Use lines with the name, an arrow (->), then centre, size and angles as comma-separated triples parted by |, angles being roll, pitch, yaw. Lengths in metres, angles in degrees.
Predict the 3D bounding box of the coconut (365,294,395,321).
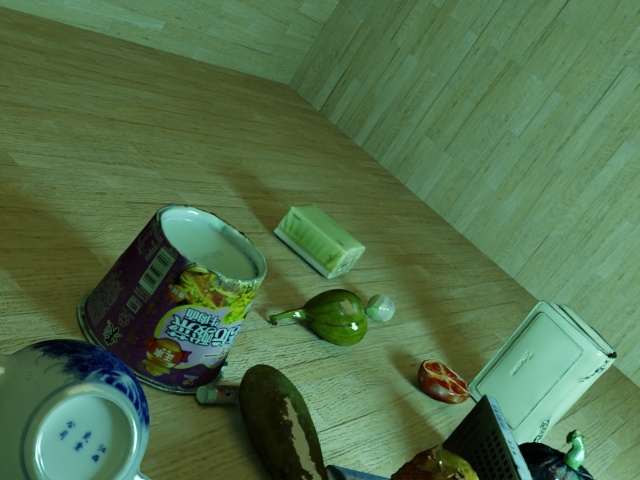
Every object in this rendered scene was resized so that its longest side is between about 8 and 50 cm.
coconut -> 0.178, 0.200, 2.409 | 0.083, 0.082, 0.081 | -1, 33, 27

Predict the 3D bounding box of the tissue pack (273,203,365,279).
tissue pack -> 0.000, 0.000, 2.513 | 0.234, 0.125, 0.159 | 41, 21, 17

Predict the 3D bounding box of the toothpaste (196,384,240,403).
toothpaste -> -0.168, 0.314, 1.674 | 0.205, 0.036, 0.056 | 13, 26, -53

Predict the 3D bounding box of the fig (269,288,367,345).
fig -> -0.012, 0.202, 2.103 | 0.259, 0.151, 0.151 | -2, 31, -14

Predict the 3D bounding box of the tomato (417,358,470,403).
tomato -> 0.323, 0.391, 2.203 | 0.155, 0.069, 0.155 | 28, 18, -10

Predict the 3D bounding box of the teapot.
teapot -> -0.385, 0.267, 1.187 | 0.424, 0.252, 0.280 | 46, -24, -27

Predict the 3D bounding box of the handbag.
handbag -> 0.618, 0.372, 2.285 | 0.160, 0.358, 0.237 | 14, 28, -47

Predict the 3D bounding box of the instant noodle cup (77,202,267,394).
instant noodle cup -> -0.276, 0.100, 1.658 | 0.340, 0.266, 0.340 | 30, 19, -12

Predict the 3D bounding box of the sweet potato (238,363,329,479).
sweet potato -> -0.053, 0.397, 1.550 | 0.130, 0.130, 0.423 | 12, 36, -46

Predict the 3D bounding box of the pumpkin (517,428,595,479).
pumpkin -> 0.553, 0.556, 1.923 | 0.248, 0.248, 0.248 | 30, 20, -12

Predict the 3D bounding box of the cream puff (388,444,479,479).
cream puff -> 0.196, 0.537, 1.412 | 0.350, 0.228, 0.350 | 50, 30, -44

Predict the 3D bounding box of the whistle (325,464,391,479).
whistle -> 0.153, 0.498, 1.602 | 0.304, 0.062, 0.062 | 13, 21, 1

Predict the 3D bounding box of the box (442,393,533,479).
box -> 0.373, 0.511, 1.844 | 0.047, 0.180, 0.325 | 29, 20, -17
